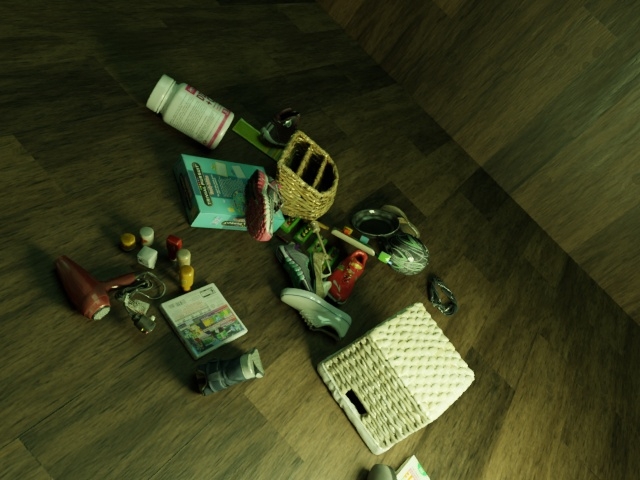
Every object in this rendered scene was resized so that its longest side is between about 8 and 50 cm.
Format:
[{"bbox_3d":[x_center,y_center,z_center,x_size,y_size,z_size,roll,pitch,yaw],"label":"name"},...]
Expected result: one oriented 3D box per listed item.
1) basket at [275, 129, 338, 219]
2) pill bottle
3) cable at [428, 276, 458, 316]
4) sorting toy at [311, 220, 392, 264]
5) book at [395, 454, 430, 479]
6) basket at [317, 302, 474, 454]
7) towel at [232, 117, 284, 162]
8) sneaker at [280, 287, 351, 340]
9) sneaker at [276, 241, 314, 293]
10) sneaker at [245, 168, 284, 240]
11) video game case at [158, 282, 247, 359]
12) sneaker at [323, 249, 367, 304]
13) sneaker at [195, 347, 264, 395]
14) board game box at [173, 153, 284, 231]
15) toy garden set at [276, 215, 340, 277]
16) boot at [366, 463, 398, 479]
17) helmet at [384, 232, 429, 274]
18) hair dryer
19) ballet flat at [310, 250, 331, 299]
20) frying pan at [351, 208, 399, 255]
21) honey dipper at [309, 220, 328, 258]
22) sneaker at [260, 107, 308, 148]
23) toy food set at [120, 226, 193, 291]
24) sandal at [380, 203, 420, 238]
[{"bbox_3d":[-0.038,-0.246,2.141,0.214,0.222,0.299,13,35,6],"label":"basket"},{"bbox_3d":[-0.473,-0.468,2.069,0.283,0.160,0.160,30,38,-17],"label":"pill bottle"},{"bbox_3d":[0.515,0.228,2.381,0.151,0.047,0.184,28,38,-19],"label":"cable"},{"bbox_3d":[0.128,-0.010,2.159,0.348,0.047,0.196,28,4,1],"label":"sorting toy"},{"bbox_3d":[0.262,0.715,1.678,0.096,0.035,0.144,55,37,10],"label":"book"},{"bbox_3d":[0.235,0.413,1.759,0.331,0.266,0.328,-19,69,-48],"label":"basket"},{"bbox_3d":[-0.247,-0.410,2.339,0.237,0.021,0.102,35,36,-11],"label":"towel"},{"bbox_3d":[-0.018,0.239,1.843,0.258,0.094,0.091,27,54,-9],"label":"sneaker"},{"bbox_3d":[-0.060,0.095,1.929,0.098,0.083,0.223,-20,64,-28],"label":"sneaker"},{"bbox_3d":[-0.177,-0.118,1.898,0.112,0.121,0.299,24,41,-28],"label":"sneaker"},{"bbox_3d":[-0.331,0.226,1.625,0.183,0.023,0.201,52,36,12],"label":"video game case"},{"bbox_3d":[0.096,0.117,2.044,0.107,0.118,0.279,37,36,-5],"label":"sneaker"},{"bbox_3d":[-0.243,0.352,1.530,0.226,0.164,0.086,63,8,-77],"label":"sneaker"},{"bbox_3d":[-0.315,-0.159,1.975,0.336,0.079,0.253,4,52,-40],"label":"board game box"},{"bbox_3d":[-0.047,0.011,2.078,0.244,0.049,0.204,41,36,-2],"label":"toy garden set"},{"bbox_3d":[0.072,0.684,1.468,0.223,0.118,0.338,32,33,-6],"label":"boot"},{"bbox_3d":[0.348,0.060,2.299,0.170,0.169,0.161,16,27,-31],"label":"helmet"},{"bbox_3d":[-0.559,0.130,1.492,0.294,0.080,0.223,31,21,-23],"label":"hair dryer"},{"bbox_3d":[0.004,0.130,1.947,0.067,0.073,0.206,-5,71,1],"label":"ballet flat"},{"bbox_3d":[0.261,-0.036,2.309,0.197,0.053,0.326,-19,41,-25],"label":"frying pan"},{"bbox_3d":[0.000,0.000,2.071,0.031,0.030,0.160,5,51,-40],"label":"honey dipper"},{"bbox_3d":[-0.106,-0.463,2.378,0.281,0.162,0.106,5,41,-51],"label":"sneaker"},{"bbox_3d":[-0.460,0.051,1.647,0.232,0.104,0.111,24,51,4],"label":"toy food set"},{"bbox_3d":[0.347,-0.076,2.519,0.219,0.090,0.060,47,58,-5],"label":"sandal"}]
